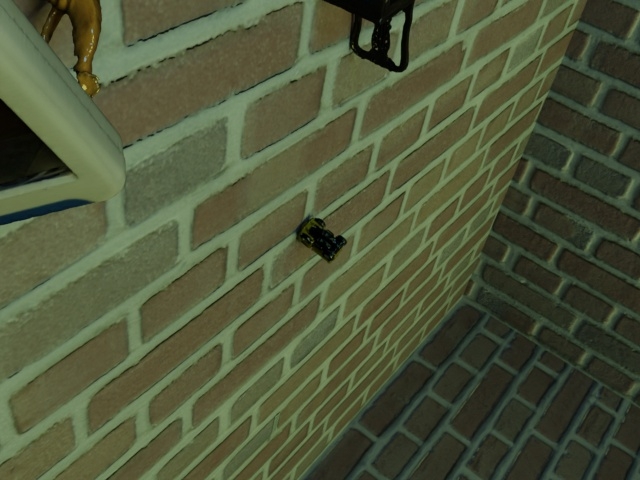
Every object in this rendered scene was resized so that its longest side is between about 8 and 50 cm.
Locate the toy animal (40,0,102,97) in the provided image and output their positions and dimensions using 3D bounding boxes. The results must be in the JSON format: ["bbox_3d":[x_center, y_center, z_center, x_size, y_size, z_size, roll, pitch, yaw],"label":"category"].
[{"bbox_3d":[-0.196,-0.214,0.559,0.114,0.116,0.255,31,100,-26],"label":"toy animal"}]

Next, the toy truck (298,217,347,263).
[{"bbox_3d":[0.000,0.000,1.256,0.049,0.083,0.054,-49,172,-21],"label":"toy truck"}]

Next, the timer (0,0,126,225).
[{"bbox_3d":[-0.260,-0.095,0.473,0.178,0.078,0.253,-14,155,3],"label":"timer"}]

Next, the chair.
[{"bbox_3d":[0.066,-0.313,0.936,0.113,0.106,0.229,-42,153,-35],"label":"chair"}]
